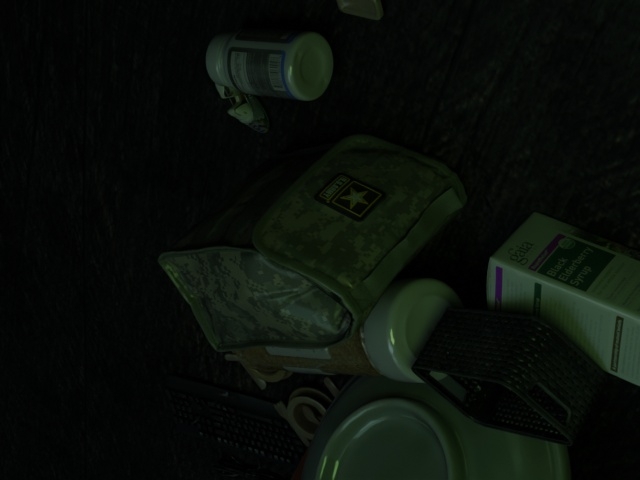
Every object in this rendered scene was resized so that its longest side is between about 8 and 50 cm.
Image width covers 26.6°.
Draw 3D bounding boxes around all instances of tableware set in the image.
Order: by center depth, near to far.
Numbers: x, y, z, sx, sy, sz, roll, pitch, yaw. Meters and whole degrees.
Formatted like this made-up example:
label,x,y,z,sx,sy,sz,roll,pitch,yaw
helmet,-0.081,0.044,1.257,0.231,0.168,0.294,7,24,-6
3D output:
label,x,y,z,sx,sy,sz,roll,pitch,yaw
tableware set,-0.047,0.209,1.907,0.194,0.039,0.128,52,132,-5

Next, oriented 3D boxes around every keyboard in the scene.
label,x,y,z,sx,sy,sz,roll,pitch,yaw
keyboard,-0.111,0.315,2.096,0.317,0.033,0.201,10,129,41

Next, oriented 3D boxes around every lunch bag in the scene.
label,x,y,z,sx,sy,sz,roll,pitch,yaw
lunch bag,0.000,0.000,1.526,0.287,0.235,0.169,-6,121,47

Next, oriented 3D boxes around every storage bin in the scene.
label,x,y,z,sx,sy,sz,roll,pitch,yaw
storage bin,0.199,0.141,1.438,0.122,0.084,0.180,41,161,-24

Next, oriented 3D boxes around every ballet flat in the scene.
label,x,y,z,sx,sy,sz,roll,pitch,yaw
ballet flat,-0.102,-0.173,1.637,0.041,0.041,0.114,-4,120,47

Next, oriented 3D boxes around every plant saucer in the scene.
label,x,y,z,sx,sy,sz,roll,pitch,yaw
plant saucer,0.100,0.297,1.591,0.400,0.400,0.100,4,166,43

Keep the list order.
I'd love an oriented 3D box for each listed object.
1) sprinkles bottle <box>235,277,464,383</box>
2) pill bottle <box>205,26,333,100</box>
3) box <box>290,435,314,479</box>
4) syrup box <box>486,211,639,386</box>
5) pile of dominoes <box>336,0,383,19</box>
label,x,y,z,sx,sy,sz,roll,pitch,yaw
sprinkles bottle,0.024,0.108,1.664,0.355,0.121,0.121,-4,120,55
pill bottle,-0.060,-0.202,1.537,0.137,0.078,0.078,12,130,39
box,0.110,0.408,1.771,0.345,0.215,0.168,3,143,43
syrup box,0.297,0.067,1.407,0.237,0.093,0.096,25,138,29
pile of dominoes,0.012,-0.349,1.387,0.196,0.040,0.251,36,150,15
